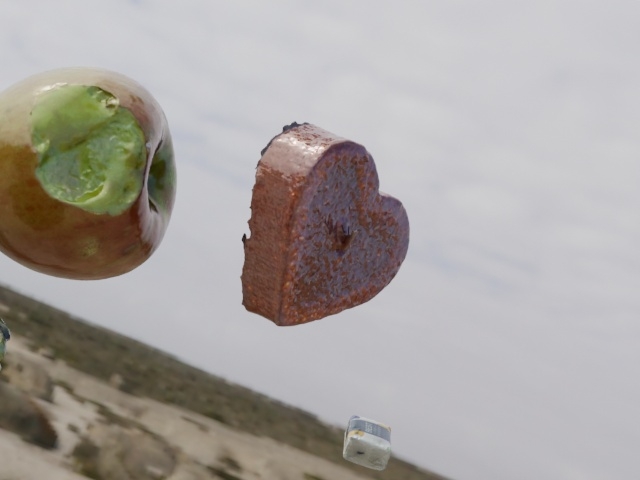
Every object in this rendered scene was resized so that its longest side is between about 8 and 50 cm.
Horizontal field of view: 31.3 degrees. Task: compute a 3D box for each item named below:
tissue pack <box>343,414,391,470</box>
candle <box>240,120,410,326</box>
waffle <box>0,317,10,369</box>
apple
[{"bbox_3d":[0.064,0.273,1.549,0.062,0.042,0.083,20,13,-1],"label":"tissue pack"},{"bbox_3d":[0.000,0.000,1.683,0.131,0.287,0.317,26,-20,39],"label":"candle"},{"bbox_3d":[-0.517,0.057,1.411,0.297,0.073,0.317,-5,-51,54],"label":"waffle"},{"bbox_3d":[-0.382,-0.102,1.748,0.339,0.340,0.339,21,-10,4],"label":"apple"}]
